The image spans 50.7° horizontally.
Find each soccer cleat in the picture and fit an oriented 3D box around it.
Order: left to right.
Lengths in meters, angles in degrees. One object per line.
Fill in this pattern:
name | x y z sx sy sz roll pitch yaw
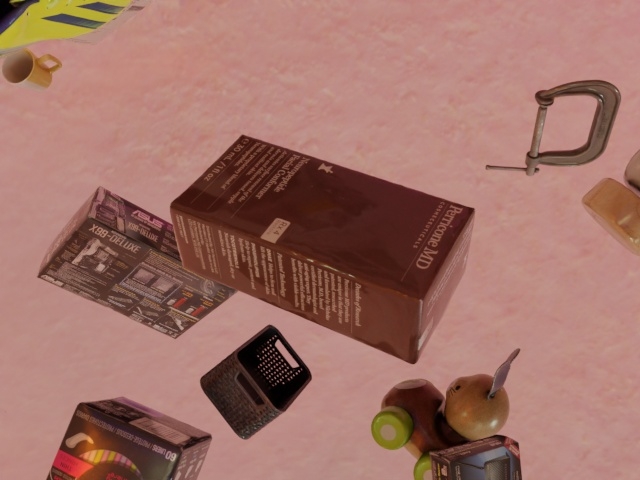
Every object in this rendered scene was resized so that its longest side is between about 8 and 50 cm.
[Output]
soccer cleat | -0.268 -0.247 0.659 0.289 0.121 0.093 -41 107 -35

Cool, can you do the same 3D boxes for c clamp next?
c clamp | 0.282 -0.130 0.814 0.137 0.161 0.022 5 54 5

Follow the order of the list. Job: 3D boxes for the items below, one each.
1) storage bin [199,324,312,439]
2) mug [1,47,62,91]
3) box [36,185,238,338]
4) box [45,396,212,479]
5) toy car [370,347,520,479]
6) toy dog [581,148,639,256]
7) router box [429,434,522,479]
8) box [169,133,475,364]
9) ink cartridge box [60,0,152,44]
storage bin | -0.101 0.227 1.108 0.084 0.180 0.122 -40 86 17
mug | -0.465 -0.271 1.100 0.078 0.064 0.062 12 85 17
box | -0.339 0.055 1.274 0.307 0.242 0.077 30 45 -25
box | -0.286 0.373 0.929 0.165 0.143 0.271 20 84 10
toy car | 0.184 0.209 0.884 0.149 0.188 0.155 45 21 14
toy dog | 0.408 0.011 0.650 0.161 0.220 0.334 4 60 -65
router box | 0.167 0.276 0.711 0.092 0.038 0.123 -7 90 -25
box | 0.000 0.000 0.949 0.381 0.143 0.191 21 49 20
ink cartridge box | -0.317 -0.405 0.975 0.092 0.217 0.159 -14 84 -58
